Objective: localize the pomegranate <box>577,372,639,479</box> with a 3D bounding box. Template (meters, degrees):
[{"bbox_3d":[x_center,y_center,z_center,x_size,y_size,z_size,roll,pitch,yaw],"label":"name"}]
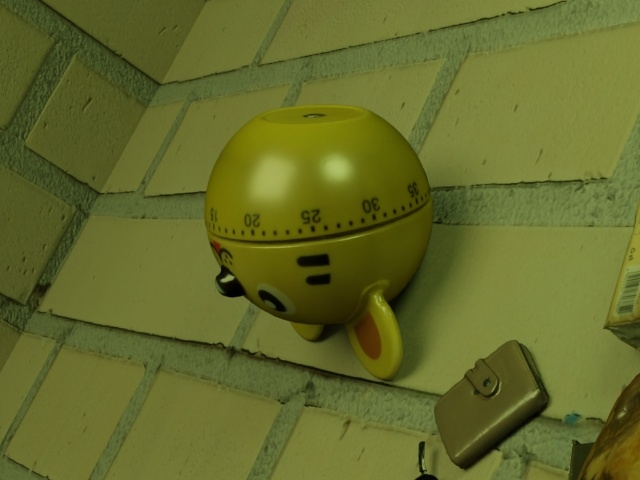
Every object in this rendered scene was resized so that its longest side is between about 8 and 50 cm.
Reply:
[{"bbox_3d":[0.328,0.216,0.873,0.322,0.322,0.322,-36,34,30],"label":"pomegranate"}]

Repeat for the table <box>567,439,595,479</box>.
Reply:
[{"bbox_3d":[0.314,0.257,1.242,0.082,0.070,0.083,-19,44,42],"label":"table"}]

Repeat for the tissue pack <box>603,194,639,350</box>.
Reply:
[{"bbox_3d":[0.424,0.011,1.311,0.186,0.090,0.222,-13,48,53],"label":"tissue pack"}]

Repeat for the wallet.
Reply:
[{"bbox_3d":[0.210,0.203,1.483,0.153,0.039,0.118,-45,33,20],"label":"wallet"}]

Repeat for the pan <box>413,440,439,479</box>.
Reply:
[{"bbox_3d":[0.134,0.310,1.496,0.068,0.023,0.115,-30,41,39],"label":"pan"}]

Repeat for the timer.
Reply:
[{"bbox_3d":[0.000,0.000,1.747,0.376,0.376,0.387,24,124,61],"label":"timer"}]
